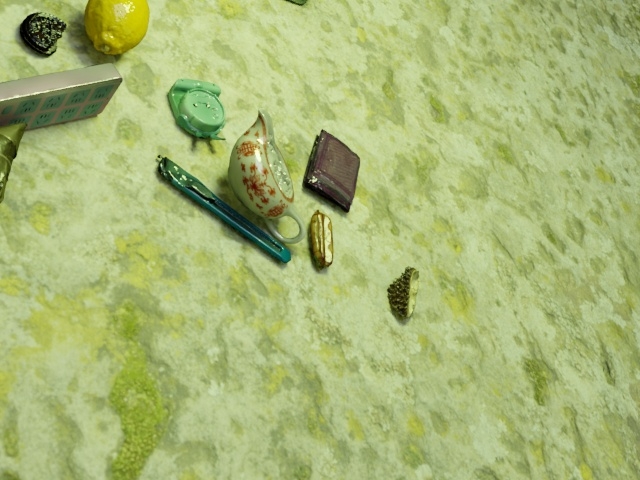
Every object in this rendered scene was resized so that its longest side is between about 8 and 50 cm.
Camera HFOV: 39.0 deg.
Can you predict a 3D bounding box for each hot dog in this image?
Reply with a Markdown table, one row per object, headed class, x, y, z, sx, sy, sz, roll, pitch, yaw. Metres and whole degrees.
| class | x | y | z | sx | sy | sz | roll | pitch | yaw |
| --- | --- | --- | --- | --- | --- | --- | --- | --- | --- |
| hot dog | 0.000 | 0.000 | 1.682 | 0.049 | 0.037 | 0.122 | 26 | 51 | -38 |

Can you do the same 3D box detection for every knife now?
| class | x | y | z | sx | sy | sz | roll | pitch | yaw |
| --- | --- | --- | --- | --- | --- | --- | --- | --- | --- |
| knife | -0.168 | -0.054 | 1.589 | 0.296 | 0.026 | 0.044 | 36 | 32 | -12 |

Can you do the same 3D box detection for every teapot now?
| class | x | y | z | sx | sy | sz | roll | pitch | yaw |
| --- | --- | --- | --- | --- | --- | --- | --- | --- | --- |
| teapot | -0.097 | -0.104 | 1.617 | 0.159 | 0.116 | 0.245 | -101 | 166 | -74 |

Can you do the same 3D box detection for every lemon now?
| class | x | y | z | sx | sy | sz | roll | pitch | yaw |
| --- | --- | --- | --- | --- | --- | --- | --- | --- | --- |
| lemon | -0.365 | -0.396 | 1.618 | 0.114 | 0.114 | 0.155 | 28 | 50 | -21 |

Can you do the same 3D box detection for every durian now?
| class | x | y | z | sx | sy | sz | roll | pitch | yaw |
| --- | --- | --- | --- | --- | --- | --- | --- | --- | --- |
| durian | 0.170 | 0.091 | 1.737 | 0.066 | 0.052 | 0.130 | 37 | 43 | -15 |

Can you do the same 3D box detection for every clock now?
| class | x | y | z | sx | sy | sz | roll | pitch | yaw |
| --- | --- | --- | --- | --- | --- | --- | --- | --- | --- |
| clock | -0.218 | -0.233 | 1.668 | 0.101 | 0.041 | 0.135 | 1 | 60 | -39 |

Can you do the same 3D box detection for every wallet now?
| class | x | y | z | sx | sy | sz | roll | pitch | yaw |
| --- | --- | --- | --- | --- | --- | --- | --- | --- | --- |
| wallet | 0.028 | -0.140 | 1.808 | 0.111 | 0.030 | 0.166 | 30 | 45 | -17 |

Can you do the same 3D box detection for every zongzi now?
| class | x | y | z | sx | sy | sz | roll | pitch | yaw |
| --- | --- | --- | --- | --- | --- | --- | --- | --- | --- |
| zongzi | -0.523 | -0.139 | 1.318 | 0.160 | 0.078 | 0.176 | 26 | 51 | -28 |

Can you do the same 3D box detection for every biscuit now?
| class | x | y | z | sx | sy | sz | roll | pitch | yaw |
| --- | --- | --- | --- | --- | --- | --- | --- | --- | --- |
| biscuit | -0.475 | -0.358 | 1.562 | 0.089 | 0.027 | 0.087 | -17 | 71 | -45 |

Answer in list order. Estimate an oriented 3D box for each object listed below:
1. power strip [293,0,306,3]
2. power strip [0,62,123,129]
| class | x | y | z | sx | sy | sz | roll | pitch | yaw |
| --- | --- | --- | --- | --- | --- | --- | --- | --- | --- |
| power strip | -0.114 | -0.673 | 2.065 | 0.194 | 0.059 | 0.265 | 16 | 51 | -36 |
| power strip | -0.439 | -0.219 | 1.429 | 0.279 | 0.109 | 0.037 | -24 | 78 | -46 |
